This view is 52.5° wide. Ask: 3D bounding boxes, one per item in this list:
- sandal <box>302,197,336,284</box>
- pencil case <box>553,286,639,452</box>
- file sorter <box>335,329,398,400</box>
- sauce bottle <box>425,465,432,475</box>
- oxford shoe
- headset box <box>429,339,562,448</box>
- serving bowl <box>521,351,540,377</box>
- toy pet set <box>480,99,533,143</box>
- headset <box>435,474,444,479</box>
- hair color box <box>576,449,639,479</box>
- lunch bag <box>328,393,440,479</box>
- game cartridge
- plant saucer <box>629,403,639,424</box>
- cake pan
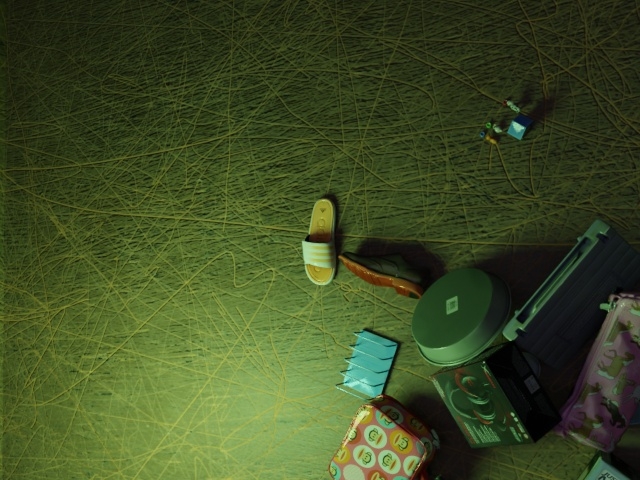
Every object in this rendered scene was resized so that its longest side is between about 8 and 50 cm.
[{"bbox_3d":[-0.010,-0.001,1.947,0.102,0.076,0.265,-1,83,23],"label":"sandal"},{"bbox_3d":[0.691,0.307,1.534,0.167,0.160,0.386,24,94,23],"label":"pencil case"},{"bbox_3d":[0.128,0.352,1.832,0.118,0.104,0.170,19,90,23],"label":"file sorter"},{"bbox_3d":[0.271,0.581,1.778,0.042,0.042,0.128,-21,78,19],"label":"sauce bottle"},{"bbox_3d":[0.183,0.078,1.862,0.271,0.097,0.098,22,73,19],"label":"oxford shoe"},{"bbox_3d":[0.418,0.392,1.617,0.110,0.293,0.218,-27,83,-27],"label":"headset box"},{"bbox_3d":[0.535,0.335,1.705,0.083,0.027,0.083,-3,83,22],"label":"serving bowl"},{"bbox_3d":[0.511,-0.319,1.776,0.114,0.065,0.122,36,98,22],"label":"toy pet set"},{"bbox_3d":[0.278,0.725,1.578,0.243,0.185,0.394,-117,36,-53],"label":"headset"},{"bbox_3d":[0.608,0.686,1.546,0.114,0.185,0.374,36,98,23],"label":"hair color box"},{"bbox_3d":[0.179,0.591,1.743,0.258,0.120,0.293,36,114,23],"label":"lunch bag"},{"bbox_3d":[0.629,0.141,1.592,0.355,0.230,0.068,-52,38,9],"label":"game cartridge"},{"bbox_3d":[0.751,0.354,1.608,0.195,0.037,0.195,-3,82,23],"label":"plant saucer"},{"bbox_3d":[0.353,0.186,1.686,0.293,0.054,0.293,-36,29,23],"label":"cake pan"}]
